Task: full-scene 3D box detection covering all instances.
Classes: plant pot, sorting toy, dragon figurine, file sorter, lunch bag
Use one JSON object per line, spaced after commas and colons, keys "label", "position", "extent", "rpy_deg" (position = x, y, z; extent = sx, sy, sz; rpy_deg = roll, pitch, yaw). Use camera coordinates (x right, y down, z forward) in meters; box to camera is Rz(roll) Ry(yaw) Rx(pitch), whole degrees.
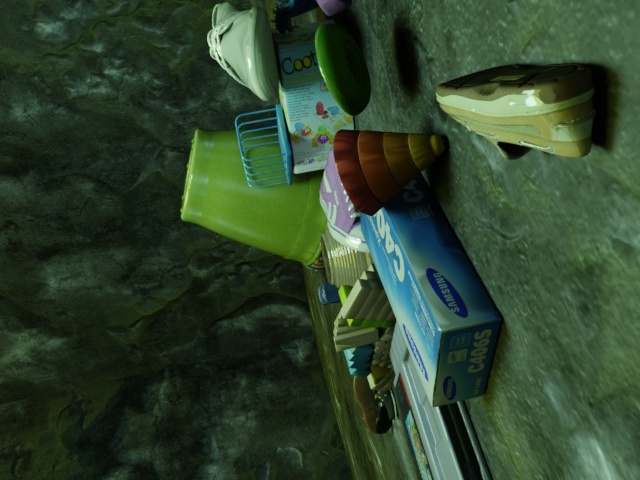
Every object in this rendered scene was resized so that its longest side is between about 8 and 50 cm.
{"label": "plant pot", "position": [-0.172, -0.142, 1.490], "extent": [0.366, 0.352, 0.367], "rpy_deg": [-170, 90, -75]}
{"label": "sorting toy", "position": [0.078, -0.221, 0.752], "extent": [0.127, 0.126, 0.366], "rpy_deg": [16, -118, -60]}
{"label": "dragon figurine", "position": [-0.025, -0.465, 1.028], "extent": [0.289, 0.143, 0.085], "rpy_deg": [128, 130, -82]}
{"label": "file sorter", "position": [-0.123, -0.200, 1.268], "extent": [0.170, 0.104, 0.118], "rpy_deg": [95, 164, -74]}
{"label": "lunch bag", "position": [0.043, 0.166, 1.833], "extent": [0.065, 0.098, 0.067], "rpy_deg": [146, 116, -64]}
{"label": "plant pot", "position": [0.064, 0.032, 1.302], "extent": [0.237, 0.109, 0.238], "rpy_deg": [169, 90, -83]}

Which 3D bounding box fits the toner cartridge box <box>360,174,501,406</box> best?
{"label": "toner cartridge box", "position": [0.134, 0.034, 0.803], "extent": [0.348, 0.075, 0.165], "rpy_deg": [-108, 8, -46]}

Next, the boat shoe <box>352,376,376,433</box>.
{"label": "boat shoe", "position": [0.130, 0.441, 1.619], "extent": [0.073, 0.073, 0.207], "rpy_deg": [-134, 33, -76]}

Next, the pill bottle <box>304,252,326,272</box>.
{"label": "pill bottle", "position": [0.000, 0.000, 1.744], "extent": [0.246, 0.130, 0.131], "rpy_deg": [93, 165, -67]}

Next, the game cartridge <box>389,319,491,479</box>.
{"label": "game cartridge", "position": [0.185, 0.301, 0.920], "extent": [0.230, 0.068, 0.355], "rpy_deg": [95, 163, -56]}

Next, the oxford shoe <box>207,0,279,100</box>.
{"label": "oxford shoe", "position": [-0.156, -0.381, 1.129], "extent": [0.449, 0.129, 0.169], "rpy_deg": [-108, 13, -57]}

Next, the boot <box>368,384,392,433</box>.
{"label": "boot", "position": [0.154, 0.436, 1.516], "extent": [0.099, 0.045, 0.121], "rpy_deg": [-115, 22, -58]}

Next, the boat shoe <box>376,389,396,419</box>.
{"label": "boat shoe", "position": [0.157, 0.375, 1.405], "extent": [0.049, 0.041, 0.133], "rpy_deg": [108, 149, -73]}

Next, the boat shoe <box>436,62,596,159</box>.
{"label": "boat shoe", "position": [0.151, -0.100, 0.470], "extent": [0.190, 0.068, 0.072], "rpy_deg": [-119, 7, -70]}

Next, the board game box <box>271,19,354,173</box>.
{"label": "board game box", "position": [-0.014, -0.307, 1.232], "extent": [0.142, 0.144, 0.276], "rpy_deg": [-109, 10, -53]}

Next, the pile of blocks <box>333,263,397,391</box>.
{"label": "pile of blocks", "position": [0.089, 0.162, 1.115], "extent": [0.362, 0.148, 0.113], "rpy_deg": [84, 172, -45]}

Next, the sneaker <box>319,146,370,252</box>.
{"label": "sneaker", "position": [0.064, -0.098, 1.132], "extent": [0.282, 0.102, 0.161], "rpy_deg": [-123, 35, -52]}
